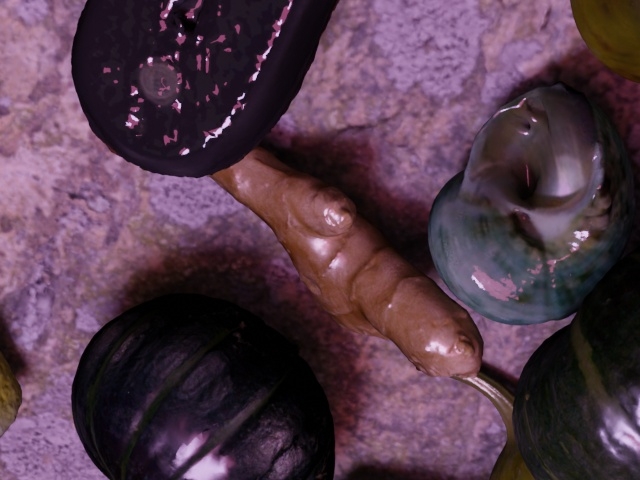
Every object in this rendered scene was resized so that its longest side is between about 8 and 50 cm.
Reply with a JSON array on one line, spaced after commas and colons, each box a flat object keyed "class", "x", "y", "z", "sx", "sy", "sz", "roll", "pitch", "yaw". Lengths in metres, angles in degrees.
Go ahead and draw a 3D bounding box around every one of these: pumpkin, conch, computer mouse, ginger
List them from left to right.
[{"class": "pumpkin", "x": -0.091, "y": 0.155, "z": 1.655, "sx": 0.250, "sy": 0.216, "sz": 0.250, "roll": 32, "pitch": 144, "yaw": 26}, {"class": "computer mouse", "x": -0.075, "y": -0.198, "z": 1.474, "sx": 0.183, "sy": 0.116, "sz": 0.323, "roll": 30, "pitch": 114, "yaw": 2}, {"class": "ginger", "x": 0.000, "y": 0.000, "z": 1.582, "sx": 0.333, "sy": 0.148, "sz": 0.081, "roll": 43, "pitch": 85, "yaw": 2}, {"class": "conch", "x": 0.166, "y": -0.023, "z": 1.528, "sx": 0.188, "sy": 0.122, "sz": 0.176, "roll": -25, "pitch": 95, "yaw": 22}, {"class": "pumpkin", "x": 0.289, "y": 0.107, "z": 1.470, "sx": 0.300, "sy": 0.300, "sz": 0.207, "roll": -44, "pitch": 71, "yaw": 30}]

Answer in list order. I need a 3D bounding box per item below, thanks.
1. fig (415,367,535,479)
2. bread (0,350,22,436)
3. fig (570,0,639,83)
[{"class": "fig", "x": 0.178, "y": 0.183, "z": 1.671, "sx": 0.149, "sy": 0.149, "sz": 0.245, "roll": -37, "pitch": 86, "yaw": 29}, {"class": "bread", "x": -0.340, "y": 0.123, "z": 1.734, "sx": 0.129, "sy": 0.111, "sz": 0.114, "roll": -18, "pitch": 120, "yaw": 20}, {"class": "fig", "x": 0.285, "y": -0.215, "z": 1.361, "sx": 0.203, "sy": 0.203, "sz": 0.225, "roll": 13, "pitch": 86, "yaw": 4}]
